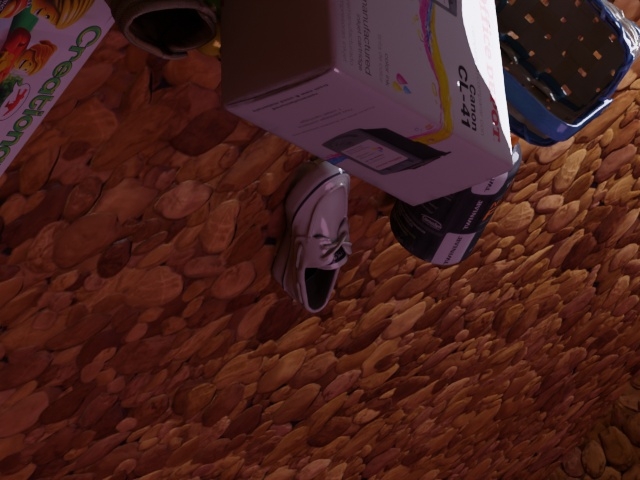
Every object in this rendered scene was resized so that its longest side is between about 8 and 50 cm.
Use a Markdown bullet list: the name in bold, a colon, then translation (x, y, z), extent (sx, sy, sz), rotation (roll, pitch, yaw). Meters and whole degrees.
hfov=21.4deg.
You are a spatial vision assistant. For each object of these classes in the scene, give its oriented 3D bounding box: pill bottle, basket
- **pill bottle**: translation (0.194, -0.090, 2.333), extent (0.130, 0.130, 0.246), rotation (-20, 150, -37)
- **basket**: translation (0.249, -0.229, 2.020), extent (0.201, 0.255, 0.289), rotation (-49, 166, 26)

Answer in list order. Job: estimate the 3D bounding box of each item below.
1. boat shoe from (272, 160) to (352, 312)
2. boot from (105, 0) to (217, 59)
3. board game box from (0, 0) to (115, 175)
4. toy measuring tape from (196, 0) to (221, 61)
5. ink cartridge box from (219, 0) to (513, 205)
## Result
- **boat shoe**: translation (0.000, 0.000, 2.261), extent (0.096, 0.088, 0.267), rotation (-23, 151, -32)
- **boot**: translation (-0.139, -0.238, 1.554), extent (0.213, 0.165, 0.077), rotation (-1, 137, -52)
- **board game box**: translation (-0.330, -0.144, 1.583), extent (0.305, 0.053, 0.193), rotation (-50, 154, 22)
- **toy measuring tape**: translation (0.018, -0.270, 1.764), extent (0.330, 0.121, 0.121), rotation (-31, 155, -11)
- **ink cartridge box**: translation (0.045, -0.191, 1.600), extent (0.131, 0.226, 0.306), rotation (-18, 155, 33)
